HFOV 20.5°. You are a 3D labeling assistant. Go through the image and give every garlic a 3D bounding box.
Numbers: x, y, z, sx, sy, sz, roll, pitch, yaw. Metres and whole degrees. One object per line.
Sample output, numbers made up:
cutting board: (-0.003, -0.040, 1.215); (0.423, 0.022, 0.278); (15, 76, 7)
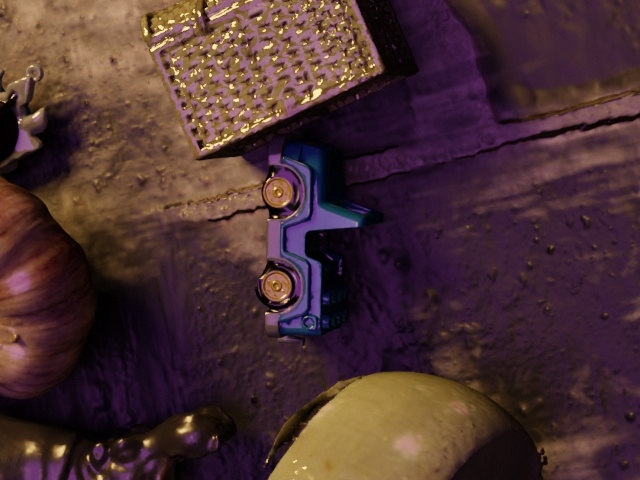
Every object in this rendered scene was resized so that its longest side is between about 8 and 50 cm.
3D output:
garlic: (-0.300, 0.033, 1.651); (0.245, 0.160, 0.245); (26, 136, 28)

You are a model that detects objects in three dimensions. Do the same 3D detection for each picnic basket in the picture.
picnic basket: (-0.040, -0.179, 1.575); (0.196, 0.134, 0.154); (-23, 89, 18)

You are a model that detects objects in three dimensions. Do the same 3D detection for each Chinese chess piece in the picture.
Chinese chess piece: (0.045, 0.277, 1.457); (0.146, 0.349, 0.349); (23, 100, 26)

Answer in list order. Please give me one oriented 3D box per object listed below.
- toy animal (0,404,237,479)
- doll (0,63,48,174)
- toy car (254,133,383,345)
toy animal: (-0.244, 0.230, 1.671); (0.343, 0.106, 0.168); (0, 108, 8)
doll: (-0.323, -0.094, 1.704); (0.096, 0.070, 0.195); (43, 113, 4)
toy car: (0.000, 0.000, 1.589); (0.100, 0.097, 0.191); (1, 94, 14)
